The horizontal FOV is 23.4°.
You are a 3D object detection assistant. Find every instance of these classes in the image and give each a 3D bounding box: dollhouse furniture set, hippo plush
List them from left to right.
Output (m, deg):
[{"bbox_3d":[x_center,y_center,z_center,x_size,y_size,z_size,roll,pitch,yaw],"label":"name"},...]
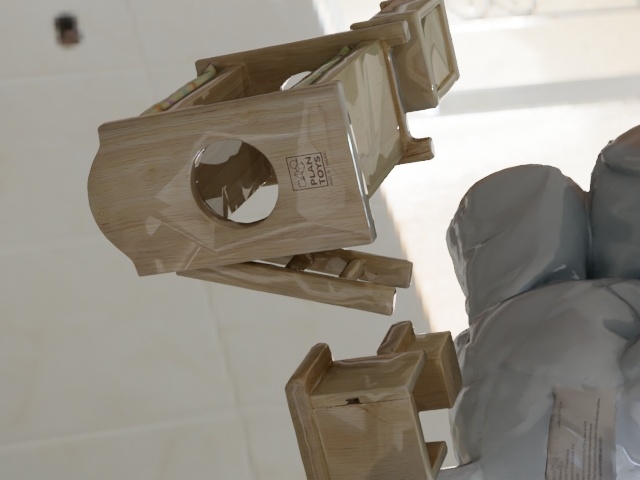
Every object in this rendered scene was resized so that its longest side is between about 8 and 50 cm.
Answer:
[{"bbox_3d":[0.000,0.000,0.634,0.182,0.101,0.161,-50,129,-65],"label":"dollhouse furniture set"},{"bbox_3d":[0.177,0.103,0.722,0.236,0.234,0.294,64,31,-27],"label":"hippo plush"}]
